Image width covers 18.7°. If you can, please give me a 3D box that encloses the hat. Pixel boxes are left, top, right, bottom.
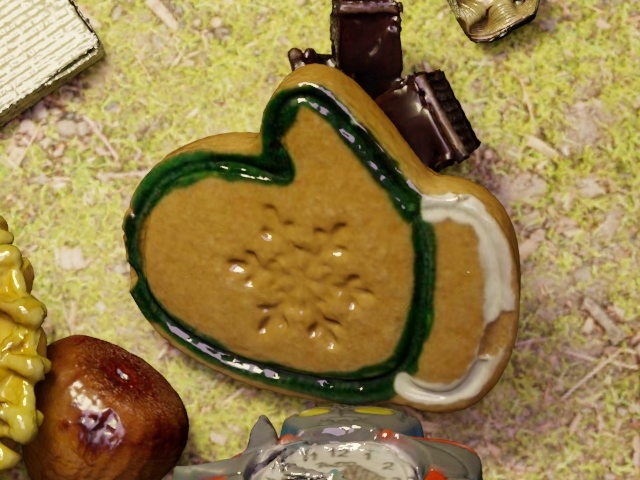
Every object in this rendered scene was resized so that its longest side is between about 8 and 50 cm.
[{"bbox_3d":[0.151,-0.221,1.720,0.077,0.059,0.076,-28,111,6],"label":"hat"}]

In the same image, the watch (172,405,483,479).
[{"bbox_3d":[0.012,0.280,1.534,0.242,0.305,0.274,-2,107,5],"label":"watch"}]

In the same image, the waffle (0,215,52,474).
[{"bbox_3d":[-0.339,0.094,1.613,0.283,0.065,0.309,-30,63,22],"label":"waffle"}]

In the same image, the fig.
[{"bbox_3d":[-0.206,0.187,1.619,0.146,0.134,0.201,40,102,38],"label":"fig"}]

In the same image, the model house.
[{"bbox_3d":[0.041,-0.111,1.646,0.141,0.164,0.203,-27,75,-9],"label":"model house"}]

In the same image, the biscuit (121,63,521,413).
[{"bbox_3d":[-0.001,0.001,1.587,0.344,0.057,0.287,12,116,14],"label":"biscuit"}]

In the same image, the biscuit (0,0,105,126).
[{"bbox_3d":[-0.319,-0.223,1.748,0.147,0.046,0.250,-37,78,-5],"label":"biscuit"}]
